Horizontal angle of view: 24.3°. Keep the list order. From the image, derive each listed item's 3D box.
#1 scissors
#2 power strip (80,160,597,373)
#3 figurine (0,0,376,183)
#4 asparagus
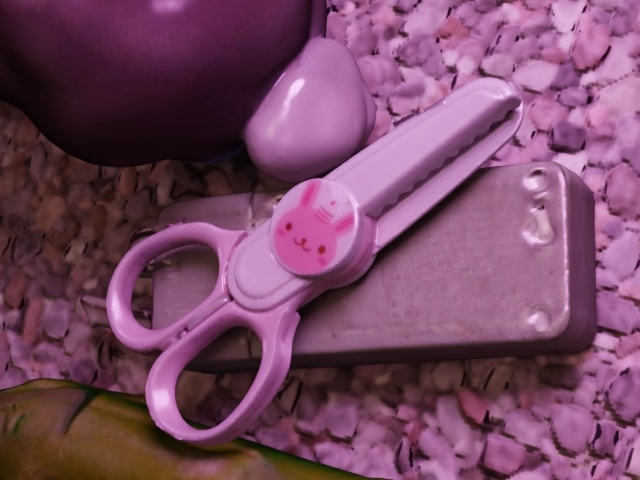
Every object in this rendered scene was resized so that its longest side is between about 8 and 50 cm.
[{"bbox_3d":[0.000,0.000,0.733,0.242,0.030,0.118,-35,61,14],"label":"scissors"},{"bbox_3d":[-0.001,0.019,0.778,0.288,0.053,0.093,-5,76,26],"label":"power strip"},{"bbox_3d":[-0.166,-0.130,0.815,0.365,0.218,0.206,-5,78,33],"label":"figurine"},{"bbox_3d":[-0.040,0.136,0.757,0.343,0.085,0.082,10,87,27],"label":"asparagus"}]
